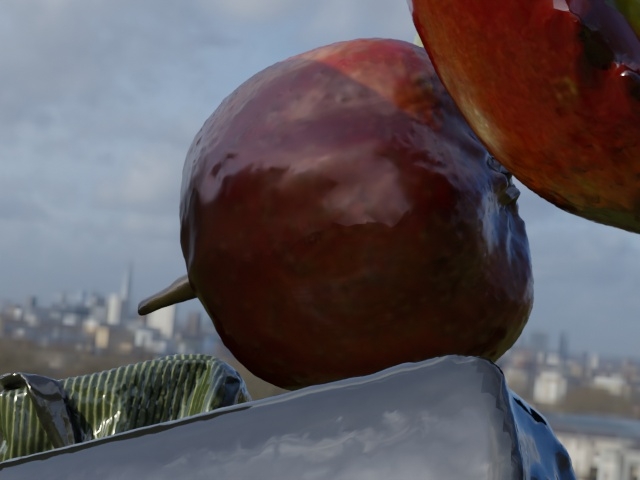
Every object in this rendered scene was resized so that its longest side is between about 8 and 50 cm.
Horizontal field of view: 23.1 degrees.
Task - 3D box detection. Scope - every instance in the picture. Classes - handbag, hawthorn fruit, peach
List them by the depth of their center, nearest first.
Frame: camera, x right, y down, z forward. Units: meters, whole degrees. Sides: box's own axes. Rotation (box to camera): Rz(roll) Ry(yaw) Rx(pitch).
[{"bbox_3d":[0.206,-0.191,0.942,0.335,0.406,0.310,-31,9,-19],"label":"peach"},{"bbox_3d":[0.000,0.000,1.237,0.330,0.287,0.287,-20,-11,14],"label":"hawthorn fruit"},{"bbox_3d":[-0.182,0.272,1.403,0.240,0.341,0.247,5,-15,3],"label":"handbag"}]

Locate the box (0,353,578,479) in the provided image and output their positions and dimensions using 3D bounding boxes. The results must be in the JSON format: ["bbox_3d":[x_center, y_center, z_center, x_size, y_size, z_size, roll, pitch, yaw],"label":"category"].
[{"bbox_3d":[-0.043,0.198,0.500,0.289,0.290,0.073,-17,-32,30],"label":"box"}]

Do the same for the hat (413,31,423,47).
[{"bbox_3d":[0.167,-0.179,1.587,0.130,0.257,0.257,-24,-12,14],"label":"hat"}]
